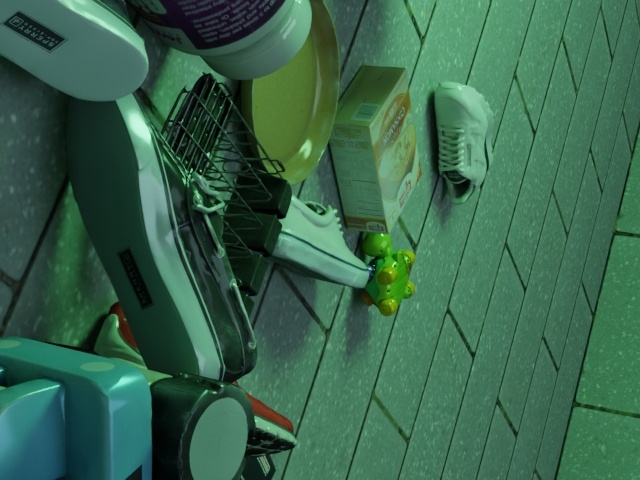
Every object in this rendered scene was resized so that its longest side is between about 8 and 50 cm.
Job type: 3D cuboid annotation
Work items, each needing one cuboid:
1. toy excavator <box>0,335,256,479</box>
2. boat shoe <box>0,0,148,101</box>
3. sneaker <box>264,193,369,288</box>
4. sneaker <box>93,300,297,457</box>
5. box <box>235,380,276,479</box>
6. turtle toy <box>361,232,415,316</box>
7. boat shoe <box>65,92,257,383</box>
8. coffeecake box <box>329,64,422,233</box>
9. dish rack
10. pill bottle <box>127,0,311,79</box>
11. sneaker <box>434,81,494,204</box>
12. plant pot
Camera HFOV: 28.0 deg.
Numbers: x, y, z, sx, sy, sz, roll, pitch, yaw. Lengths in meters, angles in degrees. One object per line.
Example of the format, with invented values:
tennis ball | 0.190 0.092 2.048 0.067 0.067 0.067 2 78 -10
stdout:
toy excavator | -0.267 0.176 0.976 0.445 0.222 0.432 -16 111 -55
boat shoe | -0.246 -0.219 1.009 0.301 0.108 0.102 31 36 -51
sneaker | 0.000 0.000 1.613 0.258 0.094 0.091 29 75 -64
sneaker | -0.117 0.143 1.328 0.279 0.107 0.118 39 45 -42
box | -0.131 0.264 1.458 0.220 0.051 0.175 73 35 -43
turtle toy | 0.092 0.045 1.864 0.095 0.066 0.130 -36 129 -58
boat shoe | -0.136 -0.010 1.178 0.105 0.113 0.306 -20 86 -44
coffeecake box | 0.077 -0.125 1.776 0.142 0.068 0.185 -60 148 -42
dish rack | -0.121 -0.040 1.369 0.271 0.074 0.208 55 47 -54
pill bottle | -0.116 -0.274 1.182 0.301 0.169 0.169 50 53 -58
sneaker | 0.226 -0.159 2.084 0.094 0.090 0.235 -57 145 -27
plant pot | -0.039 -0.185 1.547 0.236 0.032 0.236 7 90 -65
